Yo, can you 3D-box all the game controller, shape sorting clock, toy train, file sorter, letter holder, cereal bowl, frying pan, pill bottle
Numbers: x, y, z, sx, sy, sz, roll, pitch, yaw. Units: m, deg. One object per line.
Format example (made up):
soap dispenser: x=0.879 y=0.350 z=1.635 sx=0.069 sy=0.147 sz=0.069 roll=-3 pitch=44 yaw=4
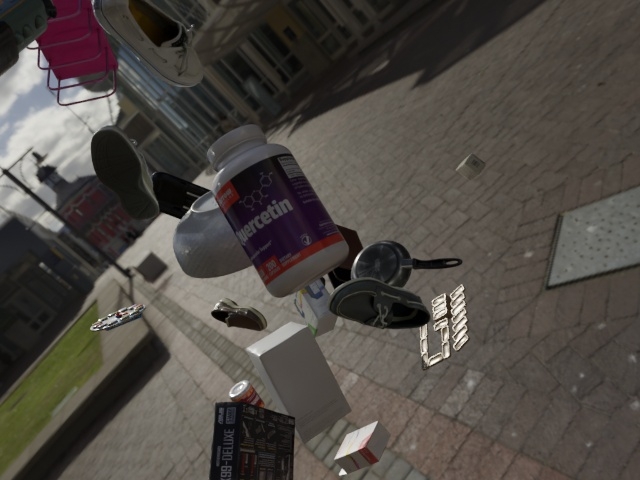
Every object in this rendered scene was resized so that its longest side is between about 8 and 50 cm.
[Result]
game controller: x=-0.444 y=-0.128 z=1.869 sx=0.067 sy=0.318 sz=0.167 roll=-82 pitch=16 yaw=-54
shape sorting clock: x=-0.744 y=0.282 z=1.980 sx=0.206 sy=0.041 sz=0.206 roll=-15 pitch=9 yaw=2
toy train: x=-0.706 y=-0.455 z=1.138 sx=0.334 sy=0.190 sz=0.142 roll=-79 pitch=3 yaw=-47
file sorter: x=-0.757 y=-0.578 z=1.616 sx=0.201 sy=0.291 sz=0.182 roll=-14 pitch=54 yaw=-5
letter holder: x=0.076 y=0.077 z=2.374 sx=0.152 sy=0.214 sz=0.302 roll=-53 pitch=35 yaw=28
cereal bowl: x=-0.235 y=-0.053 z=1.397 sx=0.338 sy=0.141 sz=0.339 roll=-17 pitch=26 yaw=9
frying pan: x=0.227 y=0.097 z=1.580 sx=0.326 sy=0.053 sz=0.197 roll=15 pitch=72 yaw=36
pill bottle: x=-0.094 y=-0.061 z=1.067 sx=0.181 sy=0.323 sz=0.181 roll=-31 pitch=-7 yaw=-5
pill bottle: x=-0.245 y=0.569 z=1.871 sx=0.086 sy=0.152 sz=0.086 roll=-28 pitch=19 yaw=10

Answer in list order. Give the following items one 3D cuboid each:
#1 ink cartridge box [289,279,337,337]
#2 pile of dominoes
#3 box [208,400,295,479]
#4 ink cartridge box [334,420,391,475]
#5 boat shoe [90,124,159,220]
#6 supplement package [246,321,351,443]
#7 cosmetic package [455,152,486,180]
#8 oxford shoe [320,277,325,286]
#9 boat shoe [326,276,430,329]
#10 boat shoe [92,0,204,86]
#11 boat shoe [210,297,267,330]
ink cartridge box: x=-0.030 y=0.219 z=1.934 sx=0.093 sy=0.213 sz=0.154 roll=-20 pitch=-29 yaw=-21
pile of dominoes: x=0.404 y=0.280 z=1.722 sx=0.196 sy=0.040 sz=0.251 roll=-38 pitch=29 yaw=36
box: x=-0.155 y=0.533 z=1.297 sx=0.076 sy=0.307 sz=0.243 roll=-8 pitch=64 yaw=19
ink cartridge box: x=0.120 y=0.664 z=1.713 sx=0.198 sy=0.067 sz=0.115 roll=-41 pitch=3 yaw=38
boat shoe: x=-0.517 y=-0.186 z=1.437 sx=0.118 sy=0.321 sz=0.103 roll=-17 pitch=53 yaw=-3
supplement package: x=-0.068 y=0.418 z=1.624 sx=0.175 sy=0.293 sz=0.177 roll=-29 pitch=7 yaw=-19
cosmetic package: x=0.471 y=-0.230 z=1.687 sx=0.041 sy=0.060 sz=0.115 roll=-53 pitch=-1 yaw=-2
oxford shoe: x=-0.068 y=0.168 z=2.111 sx=0.082 sy=0.227 sz=0.096 roll=-38 pitch=41 yaw=39
boat shoe: x=0.160 y=0.173 z=1.385 sx=0.099 sy=0.319 sz=0.116 roll=42 pitch=114 yaw=47
boat shoe: x=-0.382 y=-0.510 z=1.366 sx=0.156 sy=0.367 sz=0.136 roll=8 pitch=76 yaw=27
boat shoe: x=-0.311 y=0.297 z=2.012 sx=0.257 sy=0.095 sz=0.095 roll=12 pitch=36 yaw=41
